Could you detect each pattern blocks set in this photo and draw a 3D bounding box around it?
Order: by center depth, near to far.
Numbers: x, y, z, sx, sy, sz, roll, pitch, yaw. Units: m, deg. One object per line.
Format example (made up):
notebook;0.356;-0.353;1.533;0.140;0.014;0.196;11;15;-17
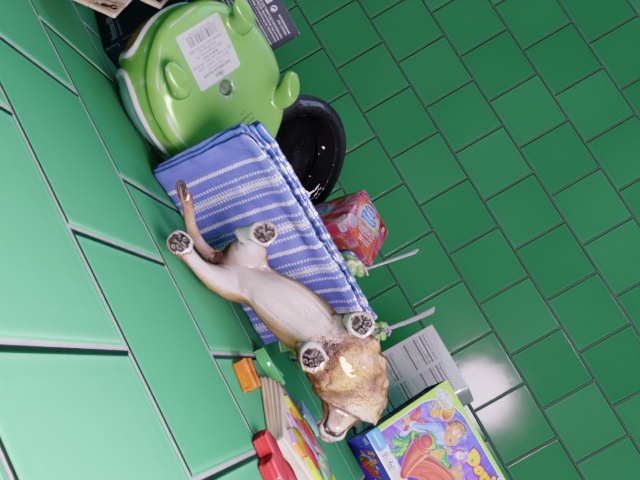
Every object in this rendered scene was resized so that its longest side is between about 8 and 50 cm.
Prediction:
pattern blocks set;-0.029;0.268;1.027;0.285;0.026;0.325;58;3;-30

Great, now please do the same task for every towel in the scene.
towel;-0.088;0.005;1.120;0.040;0.243;0.336;-45;111;-43

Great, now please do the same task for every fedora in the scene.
fedora;-0.100;-0.195;1.825;0.152;0.334;0.334;39;-13;45

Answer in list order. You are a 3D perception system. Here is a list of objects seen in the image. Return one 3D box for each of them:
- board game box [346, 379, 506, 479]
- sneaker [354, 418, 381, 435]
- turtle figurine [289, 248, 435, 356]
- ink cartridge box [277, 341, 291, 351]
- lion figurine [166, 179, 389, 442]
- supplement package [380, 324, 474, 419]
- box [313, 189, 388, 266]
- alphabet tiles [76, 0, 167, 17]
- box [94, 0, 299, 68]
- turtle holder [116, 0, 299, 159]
board game box;0.234;0.475;1.492;0.347;0.233;0.078;60;-37;7
sneaker;0.153;0.433;1.632;0.103;0.111;0.252;57;4;-41
turtle figurine;0.072;0.135;1.481;0.274;0.266;0.198;23;-30;7
ink cartridge box;-0.073;0.080;1.323;0.209;0.062;0.109;-123;-159;-54
lion figurine;-0.050;0.092;1.046;0.392;0.142;0.240;49;-10;9
supplement package;0.247;0.395;2.112;0.198;0.262;0.199;62;3;26
box;0.000;0.000;1.690;0.123;0.257;0.128;59;37;-21
alphabet tiles;-0.317;-0.403;1.165;0.198;0.009;0.237;23;39;-6
box;-0.254;-0.453;1.500;0.179;0.312;0.343;58;4;-44
turtle holder;-0.176;-0.224;1.241;0.227;0.243;0.320;9;-18;45
